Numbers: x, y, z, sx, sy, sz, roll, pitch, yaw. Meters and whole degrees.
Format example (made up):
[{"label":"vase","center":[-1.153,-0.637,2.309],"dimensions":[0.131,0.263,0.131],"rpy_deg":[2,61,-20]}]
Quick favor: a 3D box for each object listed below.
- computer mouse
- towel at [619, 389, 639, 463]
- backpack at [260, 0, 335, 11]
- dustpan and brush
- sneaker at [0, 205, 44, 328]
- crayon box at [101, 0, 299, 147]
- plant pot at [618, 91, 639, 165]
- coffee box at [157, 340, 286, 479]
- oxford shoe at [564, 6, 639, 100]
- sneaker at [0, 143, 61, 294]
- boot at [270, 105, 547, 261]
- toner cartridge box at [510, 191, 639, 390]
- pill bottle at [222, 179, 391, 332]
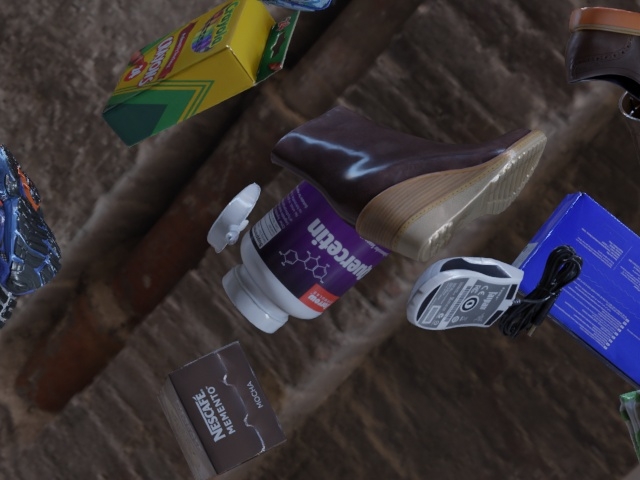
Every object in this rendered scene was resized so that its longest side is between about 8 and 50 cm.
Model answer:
[{"label":"computer mouse","center":[0.148,0.043,0.864],"dimensions":[0.193,0.106,0.042],"rpy_deg":[6,36,-39]},{"label":"towel","center":[0.393,0.262,0.805],"dimensions":[0.248,0.038,0.324],"rpy_deg":[-7,73,-33]},{"label":"backpack","center":[-0.039,-0.264,0.859],"dimensions":[0.114,0.105,0.084],"rpy_deg":[11,15,4]},{"label":"dustpan and brush","center":[-0.160,-0.026,1.740],"dimensions":[0.060,0.147,0.211],"rpy_deg":[38,11,2]},{"label":"sneaker","center":[-0.441,0.038,1.249],"dimensions":[0.094,0.208,0.081],"rpy_deg":[14,-26,5]},{"label":"crayon box","center":[-0.195,-0.295,1.574],"dimensions":[0.081,0.319,0.202],"rpy_deg":[53,29,-30]},{"label":"plant pot","center":[0.643,-0.193,1.741],"dimensions":[0.167,0.167,0.165],"rpy_deg":[-113,180,-57]},{"label":"coffee box","center":[-0.166,0.279,1.515],"dimensions":[0.168,0.119,0.297],"rpy_deg":[63,-19,9]},{"label":"oxford shoe","center":[0.570,-0.273,1.529],"dimensions":[0.364,0.132,0.130],"rpy_deg":[11,0,6]},{"label":"sneaker","center":[-0.326,-0.010,0.971],"dimensions":[0.083,0.087,0.221],"rpy_deg":[60,-4,-39]},{"label":"boot","center":[0.099,-0.096,1.010],"dimensions":[0.207,0.090,0.248],"rpy_deg":[38,53,25]},{"label":"toner cartridge box","center":[0.443,0.102,1.351],"dimensions":[0.348,0.165,0.075],"rpy_deg":[39,0,-1]},{"label":"pill bottle","center":[0.000,0.000,1.530],"dimensions":[0.181,0.323,0.181],"rpy_deg":[45,12,-12]}]
